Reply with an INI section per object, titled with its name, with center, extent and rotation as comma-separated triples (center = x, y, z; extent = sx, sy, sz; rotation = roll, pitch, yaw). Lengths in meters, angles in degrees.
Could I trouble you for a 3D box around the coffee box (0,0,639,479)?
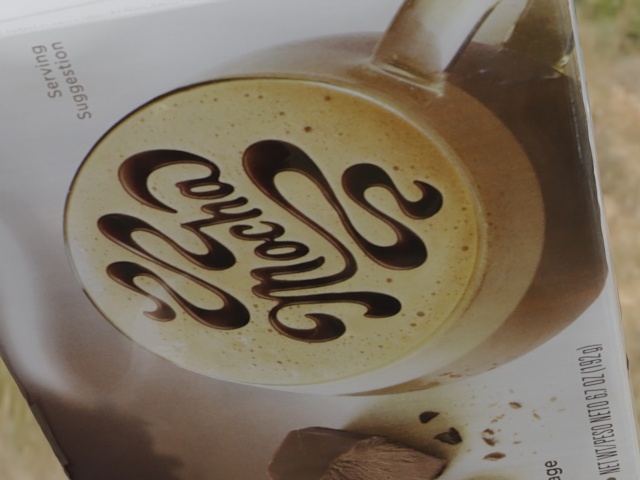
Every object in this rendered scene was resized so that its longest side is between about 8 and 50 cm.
[coffee box]
center = 0.000, 0.000, 0.572
extent = 0.168, 0.297, 0.118
rotation = -9, 48, 7
